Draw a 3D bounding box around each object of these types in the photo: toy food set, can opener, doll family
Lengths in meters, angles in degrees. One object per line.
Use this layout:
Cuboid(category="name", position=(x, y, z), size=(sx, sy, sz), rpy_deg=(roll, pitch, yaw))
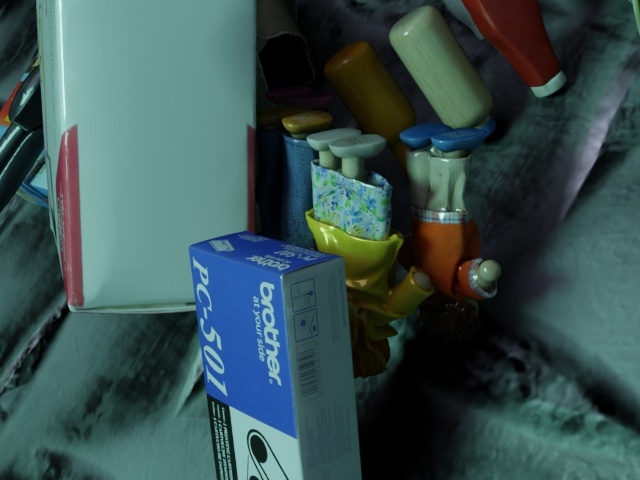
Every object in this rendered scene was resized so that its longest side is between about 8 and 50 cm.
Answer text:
Cuboid(category="toy food set", position=(0.127, -0.151, 0.756), size=(0.232, 0.104, 0.111), rpy_deg=(-42, 20, -16))
Cuboid(category="can opener", position=(-0.290, -0.097, 1.025), size=(0.186, 0.073, 0.059), rpy_deg=(-52, 43, 17))
Cuboid(category="doll family", position=(0.000, 0.000, 0.697), size=(0.263, 0.118, 0.163), rpy_deg=(26, 126, 54))

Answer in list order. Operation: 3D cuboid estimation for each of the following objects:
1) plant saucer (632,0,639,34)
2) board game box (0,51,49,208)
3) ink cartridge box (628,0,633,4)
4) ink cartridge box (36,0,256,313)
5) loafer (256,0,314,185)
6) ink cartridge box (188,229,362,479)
Cuboid(category="plant saucer", position=(0.260, -0.140, 0.480), size=(0.241, 0.241, 0.037), rpy_deg=(-38, 14, 19))
Cuboid(category="board game box", position=(-0.207, -0.169, 1.114), size=(0.308, 0.086, 0.302), rpy_deg=(16, 74, 52))
Cuboid(category="ink cartridge box", position=(0.214, -0.198, 0.600), size=(0.127, 0.128, 0.176), rpy_deg=(-46, 60, 12))
Cuboid(category="ink cartridge box", position=(-0.140, -0.089, 0.795), size=(0.306, 0.131, 0.226), rpy_deg=(-152, 59, -70))
Cuboid(category="loafer", position=(-0.041, -0.163, 0.936), size=(0.087, 0.094, 0.251), rpy_deg=(-18, 58, 31))
Cuboid(category="ink cartridge box", position=(-0.024, 0.104, 0.619), size=(0.097, 0.046, 0.207), rpy_deg=(14, 114, 51))
